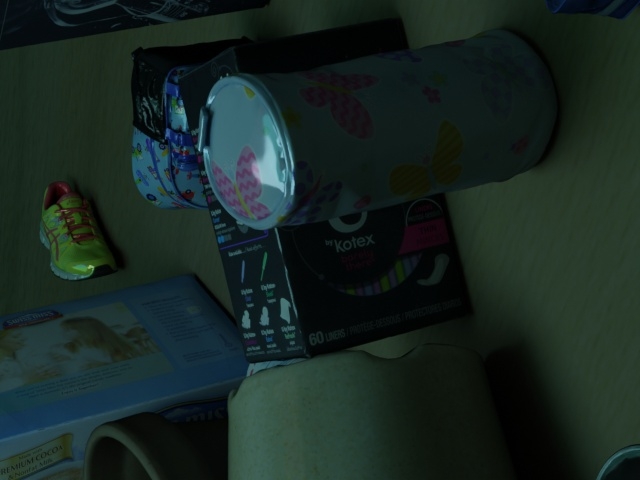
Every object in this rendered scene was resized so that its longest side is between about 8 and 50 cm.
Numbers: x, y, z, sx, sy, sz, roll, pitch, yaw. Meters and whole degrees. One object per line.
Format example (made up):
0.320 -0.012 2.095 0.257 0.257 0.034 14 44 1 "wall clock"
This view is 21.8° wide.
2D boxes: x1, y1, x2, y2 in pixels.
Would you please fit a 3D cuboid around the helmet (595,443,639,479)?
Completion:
0.240 0.205 1.104 0.169 0.169 0.161 51 127 42 "helmet"

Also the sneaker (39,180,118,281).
-0.335 -0.015 2.251 0.208 0.081 0.094 40 135 51 "sneaker"

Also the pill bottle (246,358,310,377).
-0.002 0.160 1.657 0.160 0.087 0.087 34 132 54 "pill bottle"

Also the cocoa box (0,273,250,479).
-0.256 0.214 1.896 0.231 0.347 0.228 45 139 48 "cocoa box"

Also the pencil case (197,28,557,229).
0.046 -0.087 1.235 0.124 0.273 0.113 49 137 32 "pencil case"

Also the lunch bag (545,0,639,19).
0.195 -0.196 1.112 0.098 0.065 0.067 129 138 -60 "lunch bag"

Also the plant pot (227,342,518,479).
0.048 0.256 1.389 0.334 0.334 0.305 142 123 -62 "plant pot"

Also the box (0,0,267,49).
-0.175 -0.357 1.495 0.179 0.313 0.343 64 152 22 "box"

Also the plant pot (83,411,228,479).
-0.090 0.282 1.722 0.263 0.229 0.263 34 132 49 "plant pot"

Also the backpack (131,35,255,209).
-0.108 -0.105 1.654 0.117 0.158 0.173 31 123 50 "backpack"

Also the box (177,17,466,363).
0.000 -0.041 1.463 0.143 0.165 0.270 -15 89 65 "box"
